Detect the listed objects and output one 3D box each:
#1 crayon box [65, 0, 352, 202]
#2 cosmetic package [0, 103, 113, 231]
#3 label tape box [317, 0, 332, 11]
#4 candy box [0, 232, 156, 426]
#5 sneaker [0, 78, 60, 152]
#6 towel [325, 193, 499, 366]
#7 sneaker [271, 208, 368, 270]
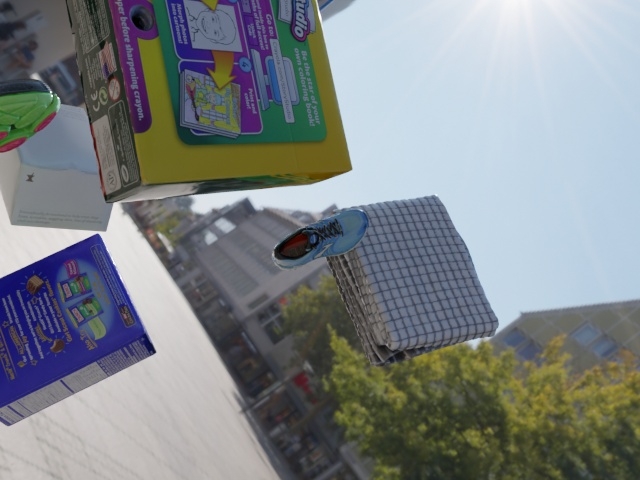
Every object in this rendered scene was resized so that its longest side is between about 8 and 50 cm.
[{"bbox_3d":[-0.135,-0.242,0.872,0.106,0.313,0.362,-14,-94,47],"label":"crayon box"},{"bbox_3d":[-0.624,-0.184,1.629,0.385,0.217,0.156,52,-53,46],"label":"cosmetic package"},{"bbox_3d":[-0.034,-0.601,1.273,0.106,0.241,0.333,-1,67,-52],"label":"label tape box"},{"bbox_3d":[-0.530,0.173,1.404,0.268,0.317,0.122,57,-16,28],"label":"candy box"},{"bbox_3d":[-0.720,-0.256,1.263,0.185,0.483,0.202,103,-18,-80],"label":"sneaker"},{"bbox_3d":[0.150,0.068,1.219,0.121,0.235,0.283,-57,-132,51],"label":"towel"},{"bbox_3d":[0.000,0.000,1.077,0.063,0.162,0.073,63,2,8],"label":"sneaker"}]
